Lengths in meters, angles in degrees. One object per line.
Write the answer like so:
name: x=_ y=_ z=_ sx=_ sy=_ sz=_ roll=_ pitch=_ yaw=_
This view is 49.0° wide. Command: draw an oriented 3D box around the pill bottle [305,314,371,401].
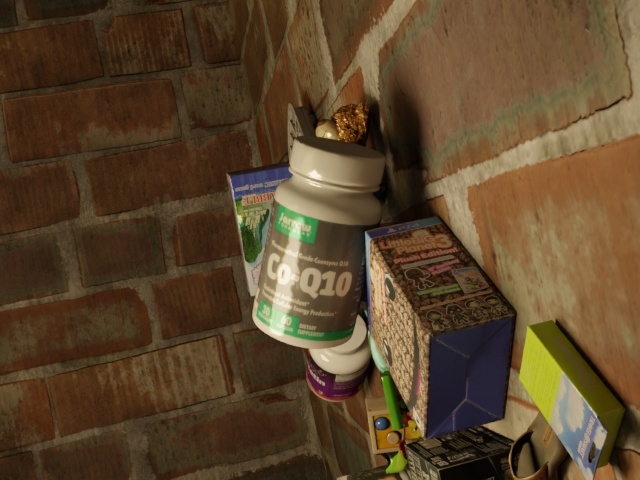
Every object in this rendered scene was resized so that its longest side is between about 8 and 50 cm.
pill bottle: x=0.052 y=0.323 z=1.989 sx=0.323 sy=0.181 sz=0.182 roll=95 pitch=161 yaw=-56

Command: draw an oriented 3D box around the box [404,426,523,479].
box: x=0.239 y=0.374 z=1.156 sx=0.180 sy=0.147 sz=0.078 roll=158 pitch=101 yaw=-79

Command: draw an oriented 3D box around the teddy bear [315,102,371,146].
teddy bear: x=0.030 y=-0.130 z=1.506 sx=0.245 sy=0.113 sz=0.338 roll=-63 pitch=-19 yaw=-76

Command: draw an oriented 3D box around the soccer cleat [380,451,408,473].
soccer cleat: x=0.174 y=0.526 z=1.858 sx=0.060 sy=0.072 sz=0.179 roll=95 pitch=160 yaw=-57

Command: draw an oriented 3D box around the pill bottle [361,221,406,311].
pill bottle: x=0.136 y=0.079 z=1.442 sx=0.124 sy=0.124 sz=0.222 roll=-164 pitch=64 yaw=-78

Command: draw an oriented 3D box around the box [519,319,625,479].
box: x=0.310 y=0.197 z=0.871 sx=0.178 sy=0.042 sz=0.109 roll=-115 pitch=17 yaw=-51

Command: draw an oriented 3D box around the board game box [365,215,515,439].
board game box: x=0.188 y=0.138 z=1.186 sx=0.291 sy=0.141 sz=0.232 roll=-117 pitch=19 yaw=-55

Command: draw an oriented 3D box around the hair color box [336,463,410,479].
hair color box: x=0.180 y=0.733 z=1.743 sx=0.374 sy=0.185 sz=0.114 roll=-123 pitch=24 yaw=-63

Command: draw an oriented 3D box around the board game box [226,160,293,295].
board game box: x=-0.055 y=-0.044 z=1.796 sx=0.066 sy=0.318 sz=0.318 roll=-134 pitch=33 yaw=-70

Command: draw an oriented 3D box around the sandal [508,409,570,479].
sandal: x=0.302 y=0.314 z=0.992 sx=0.219 sy=0.060 sz=0.090 roll=89 pitch=165 yaw=-44

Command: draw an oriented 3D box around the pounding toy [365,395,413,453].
pounding toy: x=0.180 y=0.446 z=1.641 sx=0.100 sy=0.130 sz=0.141 roll=-94 pitch=-4 yaw=-75

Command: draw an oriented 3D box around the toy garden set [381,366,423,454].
toy garden set: x=0.189 y=0.346 z=1.463 sx=0.244 sy=0.049 sz=0.204 roll=-21 pitch=-81 yaw=-76

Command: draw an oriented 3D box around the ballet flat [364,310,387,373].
ballet flat: x=0.150 y=0.191 z=1.664 sx=0.087 sy=0.083 sz=0.247 roll=12 pitch=-116 yaw=-75

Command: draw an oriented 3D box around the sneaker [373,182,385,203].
sneaker: x=0.122 y=-0.096 z=1.561 sx=0.135 sy=0.052 sz=0.058 roll=-121 pitch=11 yaw=-81

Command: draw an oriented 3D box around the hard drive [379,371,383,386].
hard drive: x=0.171 y=0.329 z=1.801 sx=0.094 sy=0.022 sz=0.135 roll=-133 pitch=33 yaw=-70

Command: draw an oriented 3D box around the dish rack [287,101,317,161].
dish rack: x=-0.026 y=-0.225 z=2.118 sx=0.286 sy=0.072 sz=0.333 roll=94 pitch=162 yaw=-52

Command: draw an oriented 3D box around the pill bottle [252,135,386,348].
pill bottle: x=0.000 y=0.000 z=1.313 sx=0.204 sy=0.204 sz=0.361 roll=-127 pitch=46 yaw=-66
